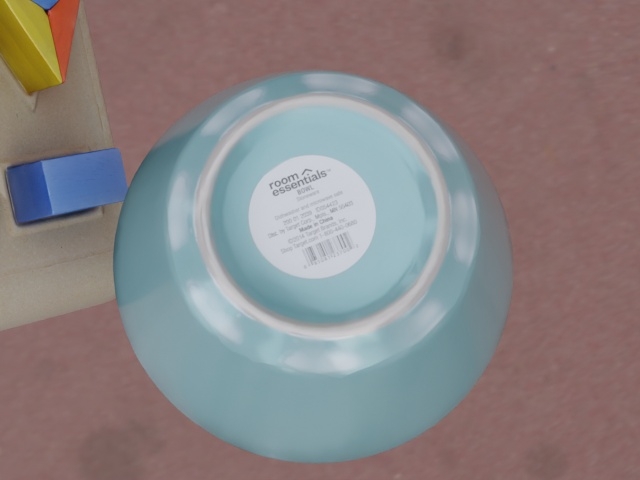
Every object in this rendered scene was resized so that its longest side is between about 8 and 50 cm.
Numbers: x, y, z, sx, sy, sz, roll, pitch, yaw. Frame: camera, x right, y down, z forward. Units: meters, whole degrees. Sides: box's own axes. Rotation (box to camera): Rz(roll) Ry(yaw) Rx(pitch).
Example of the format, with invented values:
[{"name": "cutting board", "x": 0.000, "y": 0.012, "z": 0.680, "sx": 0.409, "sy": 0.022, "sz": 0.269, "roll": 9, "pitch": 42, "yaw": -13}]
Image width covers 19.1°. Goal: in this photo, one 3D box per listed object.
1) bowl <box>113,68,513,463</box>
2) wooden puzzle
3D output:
[{"name": "bowl", "x": 0.000, "y": 0.000, "z": 1.394, "sx": 0.312, "sy": 0.163, "sz": 0.311, "roll": 1, "pitch": 77, "yaw": -4}, {"name": "wooden puzzle", "x": -0.276, "y": -0.095, "z": 1.556, "sx": 0.080, "sy": 0.322, "sz": 0.347, "roll": -4, "pitch": 97, "yaw": 38}]
